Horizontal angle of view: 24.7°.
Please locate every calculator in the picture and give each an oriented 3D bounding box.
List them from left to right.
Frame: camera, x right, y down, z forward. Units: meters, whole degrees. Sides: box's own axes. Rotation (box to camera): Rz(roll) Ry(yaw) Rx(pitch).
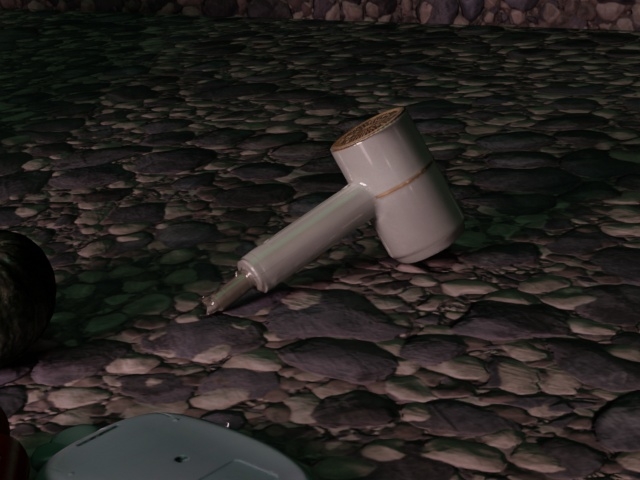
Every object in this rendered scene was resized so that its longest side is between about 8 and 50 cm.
[{"bbox_3d":[-0.135,0.204,1.246,0.299,0.041,0.185,13,25,39],"label":"calculator"}]

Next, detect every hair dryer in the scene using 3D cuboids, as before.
[{"bbox_3d":[0.000,0.000,1.742,0.357,0.173,0.107,-34,11,-21],"label":"hair dryer"}]

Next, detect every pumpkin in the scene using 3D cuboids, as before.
[{"bbox_3d":[-0.391,0.059,1.575,0.211,0.152,0.211,8,26,-4],"label":"pumpkin"}]

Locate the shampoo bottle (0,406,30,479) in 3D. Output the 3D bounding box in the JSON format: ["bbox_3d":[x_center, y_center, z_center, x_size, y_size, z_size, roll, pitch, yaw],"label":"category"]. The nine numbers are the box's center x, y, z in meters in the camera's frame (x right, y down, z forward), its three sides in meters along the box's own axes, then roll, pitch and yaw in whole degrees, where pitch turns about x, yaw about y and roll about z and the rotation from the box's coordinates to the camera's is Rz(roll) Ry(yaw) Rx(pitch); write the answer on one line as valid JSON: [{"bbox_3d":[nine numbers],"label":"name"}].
[{"bbox_3d":[-0.300,0.219,1.186,0.118,0.076,0.314,-7,18,-6],"label":"shampoo bottle"}]
